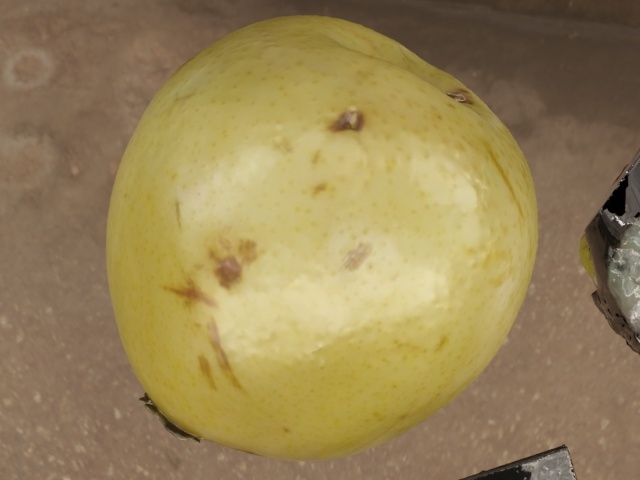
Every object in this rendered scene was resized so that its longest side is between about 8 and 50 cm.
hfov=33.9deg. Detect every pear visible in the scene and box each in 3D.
[{"bbox_3d":[0.000,0.000,0.745,0.309,0.309,0.309,-1,61,2],"label":"pear"}]

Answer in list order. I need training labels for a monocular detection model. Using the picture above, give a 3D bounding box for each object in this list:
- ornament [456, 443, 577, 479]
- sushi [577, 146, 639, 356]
[{"bbox_3d":[0.187,0.316,0.953,0.166,0.196,0.153,-20,104,5],"label":"ornament"},{"bbox_3d":[0.439,0.012,1.152,0.328,0.285,0.328,32,93,-3],"label":"sushi"}]
